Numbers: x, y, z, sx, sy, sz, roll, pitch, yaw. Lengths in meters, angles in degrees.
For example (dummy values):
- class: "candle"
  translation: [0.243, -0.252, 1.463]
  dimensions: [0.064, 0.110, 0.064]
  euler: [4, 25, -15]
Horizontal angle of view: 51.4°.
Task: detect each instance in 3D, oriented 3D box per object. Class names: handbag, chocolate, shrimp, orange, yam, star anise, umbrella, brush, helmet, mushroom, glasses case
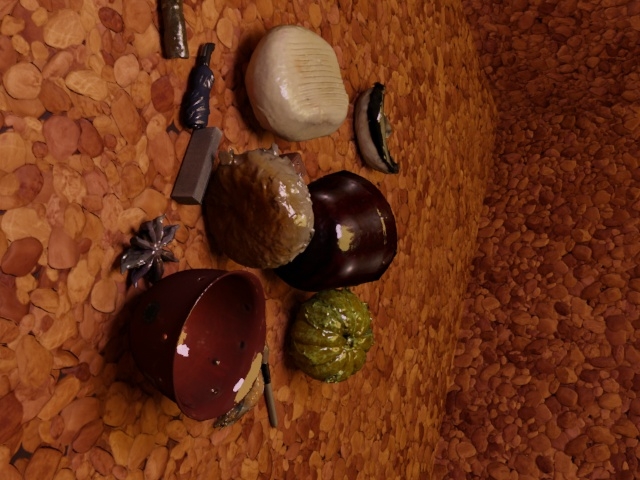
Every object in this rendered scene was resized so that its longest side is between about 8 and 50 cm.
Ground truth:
- class: "handbag"
  translation: [-0.138, -0.175, 1.876]
  dimensions: [0.193, 0.151, 0.072]
  euler: [-53, 131, -43]
- class: "chocolate"
  translation: [0.000, 0.000, 1.973]
  dimensions: [0.331, 0.383, 0.384]
  euler: [-22, 111, -42]
- class: "shrimp"
  translation: [-0.231, 0.423, 1.838]
  dimensions: [0.251, 0.052, 0.144]
  euler: [-48, 121, -59]
- class: "orange"
  translation: [0.025, 0.294, 2.100]
  dimensions: [0.300, 0.223, 0.301]
  euler: [-20, 112, -44]
- class: "yam"
  translation: [-0.353, -0.561, 1.579]
  dimensions: [0.061, 0.061, 0.253]
  euler: [-22, 110, -58]
- class: "star anise"
  translation: [-0.389, 0.028, 1.527]
  dimensions: [0.205, 0.061, 0.181]
  euler: [-64, 149, -34]
- class: "umbrella"
  translation: [-0.304, -0.393, 1.679]
  dimensions: [0.071, 0.070, 0.248]
  euler: [29, 59, -57]
- class: "brush"
  translation: [-0.156, 0.433, 1.974]
  dimensions: [0.039, 0.042, 0.299]
  euler: [-22, 113, -38]
- class: "helmet"
  translation: [-0.299, 0.213, 1.522]
  dimensions: [0.338, 0.230, 0.385]
  euler: [-63, 155, -23]
- class: "mushroom"
  translation: [0.209, -0.411, 2.519]
  dimensions: [0.247, 0.129, 0.344]
  euler: [-70, 150, -59]
- class: "glasses case"
  translation: [-0.305, -0.188, 1.661]
  dimensions: [0.047, 0.070, 0.205]
  euler: [49, 49, -55]

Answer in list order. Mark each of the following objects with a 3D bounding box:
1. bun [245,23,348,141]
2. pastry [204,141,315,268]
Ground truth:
- class: "bun"
  translation: [-0.081, -0.441, 1.916]
  dimensions: [0.361, 0.213, 0.361]
  euler: [21, 62, -45]
- class: "pastry"
  translation: [-0.156, -0.072, 1.690]
  dimensions: [0.136, 0.329, 0.330]
  euler: [-23, 111, -52]
